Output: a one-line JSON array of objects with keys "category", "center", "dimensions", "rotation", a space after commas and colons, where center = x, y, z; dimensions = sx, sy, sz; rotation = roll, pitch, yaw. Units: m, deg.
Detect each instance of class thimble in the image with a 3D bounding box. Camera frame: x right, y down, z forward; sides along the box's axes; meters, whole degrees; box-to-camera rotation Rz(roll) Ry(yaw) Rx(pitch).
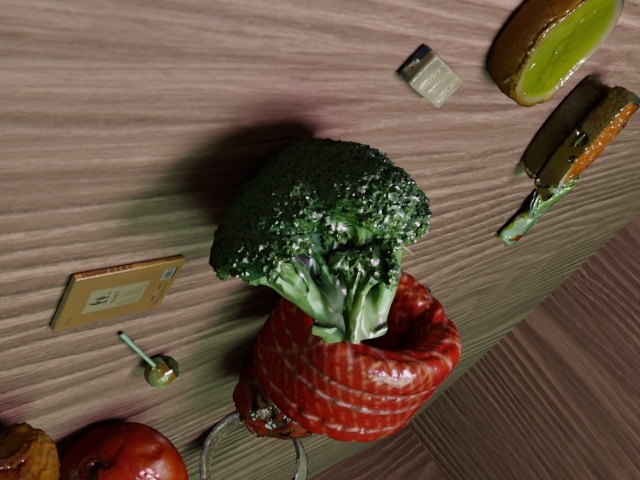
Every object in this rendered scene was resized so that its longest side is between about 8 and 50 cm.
[{"category": "thimble", "center": [0.061, 0.188, 1.252], "dimensions": [0.350, 0.350, 0.230], "rotation": [-12, 141, -45]}, {"category": "thimble", "center": [-0.167, 0.577, 1.736], "dimensions": [0.271, 0.271, 0.150], "rotation": [-32, 155, -11]}]

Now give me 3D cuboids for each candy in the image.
[{"category": "candy", "center": [-0.292, 0.194, 1.132], "dimensions": [0.061, 0.061, 0.202], "rotation": [-33, 148, -9]}]

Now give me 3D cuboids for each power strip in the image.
[{"category": "power strip", "center": [0.159, -0.233, 0.963], "dimensions": [0.056, 0.032, 0.123], "rotation": [-46, 155, 17]}]

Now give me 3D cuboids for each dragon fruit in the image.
[{"category": "dragon fruit", "center": [-0.057, 0.319, 1.464], "dimensions": [0.315, 0.250, 0.250], "rotation": [8, 133, -39]}]

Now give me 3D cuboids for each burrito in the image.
[{"category": "burrito", "center": [0.566, -0.086, 1.783], "dimensions": [0.104, 0.054, 0.288], "rotation": [-2, 141, -50]}]

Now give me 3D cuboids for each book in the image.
[{"category": "book", "center": [-0.282, 0.073, 0.951], "dimensions": [0.172, 0.012, 0.118], "rotation": [-10, 146, -46]}]

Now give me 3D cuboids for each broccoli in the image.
[{"category": "broccoli", "center": [0.000, 0.000, 0.877], "dimensions": [0.308, 0.275, 0.308], "rotation": [-10, -179, 0]}]

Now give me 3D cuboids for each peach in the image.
[{"category": "peach", "center": [-0.386, 0.471, 1.285], "dimensions": [0.281, 0.238, 0.281], "rotation": [3, 135, 3]}]

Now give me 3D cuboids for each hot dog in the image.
[{"category": "hot dog", "center": [-0.549, 0.393, 0.992], "dimensions": [0.387, 0.174, 0.267], "rotation": [-40, 156, 31]}]

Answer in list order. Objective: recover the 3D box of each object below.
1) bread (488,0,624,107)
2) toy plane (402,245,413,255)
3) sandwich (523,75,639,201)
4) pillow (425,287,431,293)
[{"category": "bread", "center": [0.366, -0.314, 1.054], "dimensions": [0.236, 0.070, 0.236], "rotation": [-31, 156, -16]}, {"category": "toy plane", "center": [0.099, -0.031, 1.156], "dimensions": [0.229, 0.092, 0.244], "rotation": [-65, 148, -21]}, {"category": "sandwich", "center": [0.558, -0.236, 1.427], "dimensions": [0.212, 0.109, 0.292], "rotation": [-34, 160, -23]}, {"category": "pillow", "center": [0.195, 0.228, 1.851], "dimensions": [0.212, 0.052, 0.208], "rotation": [-24, 151, -31]}]
